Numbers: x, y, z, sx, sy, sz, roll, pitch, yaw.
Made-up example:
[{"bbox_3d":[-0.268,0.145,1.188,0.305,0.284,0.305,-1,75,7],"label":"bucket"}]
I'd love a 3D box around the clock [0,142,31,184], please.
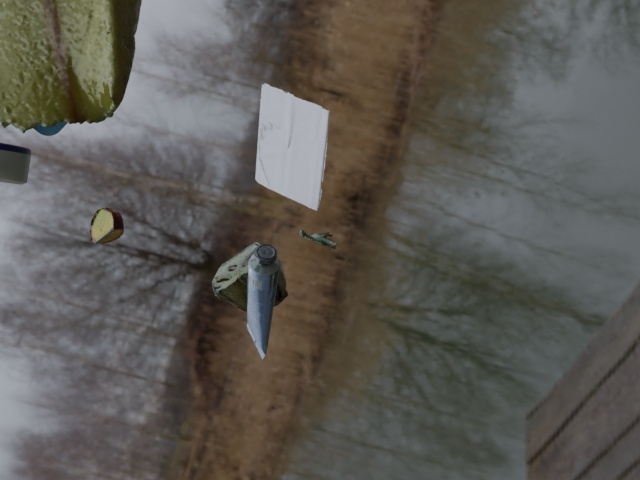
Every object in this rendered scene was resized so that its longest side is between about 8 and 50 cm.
[{"bbox_3d":[-0.701,-0.161,2.011,0.230,0.230,0.083,161,116,-86],"label":"clock"}]

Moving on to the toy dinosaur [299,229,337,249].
[{"bbox_3d":[0.000,0.000,2.082,0.119,0.060,0.029,33,116,61],"label":"toy dinosaur"}]

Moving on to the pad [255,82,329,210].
[{"bbox_3d":[-0.056,-0.175,1.901,0.004,0.156,0.232,-41,-32,-43],"label":"pad"}]

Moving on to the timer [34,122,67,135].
[{"bbox_3d":[-0.696,-0.418,2.548,0.250,0.232,0.091,-47,41,0],"label":"timer"}]

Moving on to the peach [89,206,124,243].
[{"bbox_3d":[-0.439,-0.026,2.085,0.050,0.077,0.083,-1,-68,-55],"label":"peach"}]

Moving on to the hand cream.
[{"bbox_3d":[-0.114,0.111,1.904,0.091,0.058,0.271,57,153,36],"label":"hand cream"}]

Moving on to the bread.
[{"bbox_3d":[-0.370,-0.349,1.331,0.245,0.233,0.362,49,-142,-69],"label":"bread"}]

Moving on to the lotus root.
[{"bbox_3d":[-0.133,0.079,2.015,0.144,0.143,0.070,52,-170,-45],"label":"lotus root"}]
